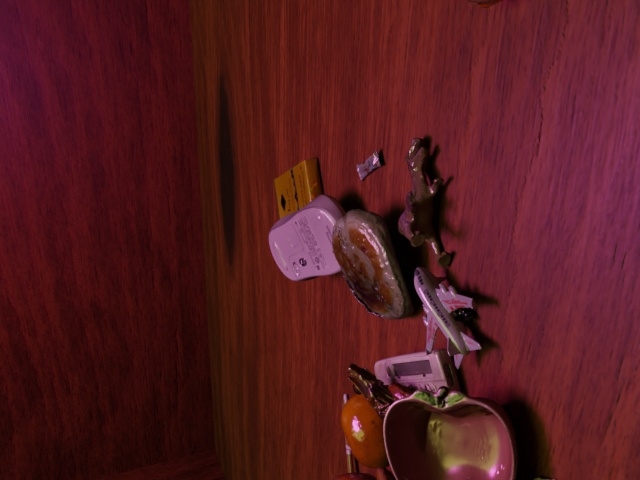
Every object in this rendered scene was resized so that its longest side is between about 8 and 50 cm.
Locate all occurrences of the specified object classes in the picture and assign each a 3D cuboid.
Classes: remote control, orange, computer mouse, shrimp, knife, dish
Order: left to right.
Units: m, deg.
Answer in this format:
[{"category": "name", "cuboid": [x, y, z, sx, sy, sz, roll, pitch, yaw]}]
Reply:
[{"category": "computer mouse", "cuboid": [0.000, 0.000, 1.380, 0.297, 0.121, 0.184, -29, 85, 51]}, {"category": "knife", "cuboid": [0.076, 0.510, 1.499, 0.046, 0.022, 0.256, 158, 108, -75]}, {"category": "orange", "cuboid": [0.114, 0.382, 1.225, 0.155, 0.134, 0.154, 159, 90, -89]}, {"category": "shrimp", "cuboid": [0.155, 0.306, 1.055, 0.287, 0.063, 0.152, 41, 147, 22]}, {"category": "remote control", "cuboid": [0.176, 0.251, 1.106, 0.230, 0.049, 0.090, -30, 70, 62]}, {"category": "dish", "cuboid": [0.209, 0.310, 0.921, 0.213, 0.090, 0.213, 3, 96, 34]}]

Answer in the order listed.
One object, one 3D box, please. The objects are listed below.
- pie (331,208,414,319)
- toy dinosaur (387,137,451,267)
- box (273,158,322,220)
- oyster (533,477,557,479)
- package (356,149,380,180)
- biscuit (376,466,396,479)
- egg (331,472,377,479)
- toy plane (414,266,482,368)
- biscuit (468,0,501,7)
[{"category": "pie", "cuboid": [0.100, 0.051, 1.149, 0.240, 0.054, 0.240, 47, 153, 33]}, {"category": "toy dinosaur", "cuboid": [0.163, -0.037, 1.046, 0.251, 0.072, 0.199, 87, 172, -48]}, {"category": "box", "cuboid": [-0.061, -0.114, 1.593, 0.279, 0.041, 0.153, 166, 94, -69]}, {"category": "oyster", "cuboid": [0.299, 0.400, 0.842, 0.191, 0.081, 0.163, -112, 45, -69]}, {"category": "package", "cuboid": [0.097, -0.151, 1.211, 0.110, 0.015, 0.037, 151, 104, -69]}, {"category": "biscuit", "cuboid": [0.173, 0.534, 1.108, 0.203, 0.041, 0.260, 62, 178, -31]}, {"category": "egg", "cuboid": [0.076, 0.605, 1.307, 0.233, 0.195, 0.195, 86, 164, -52]}, {"category": "toy plane", "cuboid": [0.201, 0.115, 0.971, 0.162, 0.066, 0.171, 117, 143, -50]}, {"category": "biscuit", "cuboid": [0.227, -0.387, 0.750, 0.170, 0.050, 0.170, 9, 100, 62]}]
